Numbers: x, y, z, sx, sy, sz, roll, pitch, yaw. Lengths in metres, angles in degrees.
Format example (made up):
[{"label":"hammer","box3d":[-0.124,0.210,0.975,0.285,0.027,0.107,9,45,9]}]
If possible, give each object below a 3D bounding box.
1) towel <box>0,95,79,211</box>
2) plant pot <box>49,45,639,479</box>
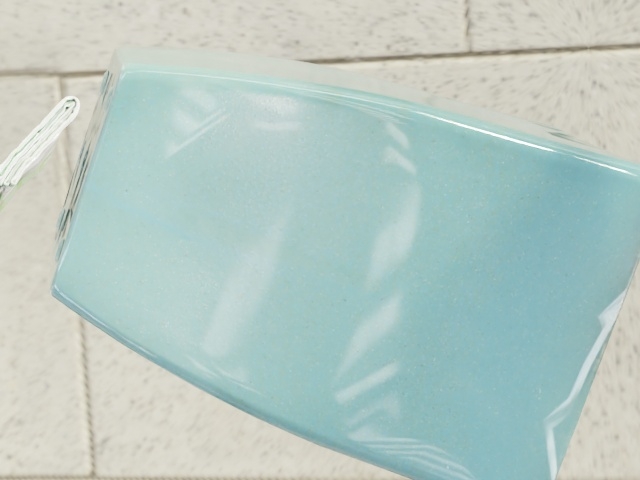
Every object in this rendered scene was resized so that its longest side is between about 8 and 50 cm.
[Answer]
[{"label":"towel","box3d":[-0.276,-0.071,1.391,0.023,0.152,0.113,41,66,-4]},{"label":"plant pot","box3d":[0.000,0.000,0.686,0.234,0.165,0.166,17,99,-12]}]
